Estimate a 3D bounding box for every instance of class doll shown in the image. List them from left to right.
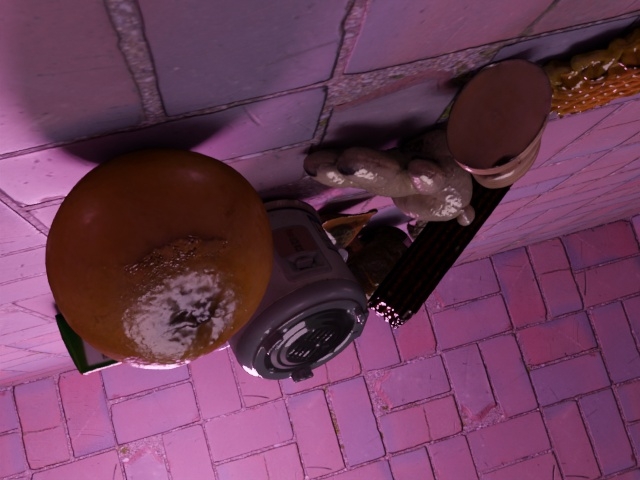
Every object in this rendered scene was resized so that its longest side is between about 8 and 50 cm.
[{"bbox_3d":[0.115,-0.110,1.080,0.278,0.175,0.149,5,121,-43],"label":"doll"}]

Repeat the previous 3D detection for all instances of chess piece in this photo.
[{"bbox_3d":[0.262,-0.141,1.028,0.124,0.138,0.307,4,177,18],"label":"chess piece"}]

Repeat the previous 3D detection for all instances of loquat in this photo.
[{"bbox_3d":[-0.183,0.018,0.854,0.263,0.262,0.263,-16,171,-3],"label":"loquat"}]

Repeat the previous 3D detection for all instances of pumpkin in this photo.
[{"bbox_3d":[0.118,0.056,1.836,0.260,0.189,0.260,-34,-175,3],"label":"pumpkin"}]

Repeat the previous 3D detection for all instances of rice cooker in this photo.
[{"bbox_3d":[-0.075,0.076,1.274,0.317,0.316,0.264,-12,142,-21],"label":"rice cooker"}]

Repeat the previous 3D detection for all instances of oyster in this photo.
[{"bbox_3d":[0.284,-0.048,1.829,0.106,0.061,0.200,-16,171,-4],"label":"oyster"}]

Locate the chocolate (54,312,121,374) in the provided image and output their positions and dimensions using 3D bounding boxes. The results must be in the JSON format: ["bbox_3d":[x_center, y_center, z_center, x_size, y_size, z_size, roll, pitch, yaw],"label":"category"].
[{"bbox_3d":[-0.470,0.226,1.849,0.361,0.161,0.341,-13,173,-19],"label":"chocolate"}]

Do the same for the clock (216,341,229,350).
[{"bbox_3d":[-0.183,0.181,2.050,0.339,0.102,0.338,-28,-175,3],"label":"clock"}]

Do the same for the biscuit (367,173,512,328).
[{"bbox_3d":[0.221,-0.017,1.246,0.388,0.073,0.107,-52,178,-13],"label":"biscuit"}]

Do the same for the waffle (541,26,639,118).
[{"bbox_3d":[0.400,-0.231,1.000,0.244,0.058,0.238,-16,174,16],"label":"waffle"}]

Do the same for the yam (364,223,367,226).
[{"bbox_3d":[0.010,-0.008,1.717,0.234,0.029,0.027,-20,143,29],"label":"yam"}]

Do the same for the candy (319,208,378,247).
[{"bbox_3d":[0.000,0.000,1.531,0.143,0.101,0.271,-16,167,-38],"label":"candy"}]
